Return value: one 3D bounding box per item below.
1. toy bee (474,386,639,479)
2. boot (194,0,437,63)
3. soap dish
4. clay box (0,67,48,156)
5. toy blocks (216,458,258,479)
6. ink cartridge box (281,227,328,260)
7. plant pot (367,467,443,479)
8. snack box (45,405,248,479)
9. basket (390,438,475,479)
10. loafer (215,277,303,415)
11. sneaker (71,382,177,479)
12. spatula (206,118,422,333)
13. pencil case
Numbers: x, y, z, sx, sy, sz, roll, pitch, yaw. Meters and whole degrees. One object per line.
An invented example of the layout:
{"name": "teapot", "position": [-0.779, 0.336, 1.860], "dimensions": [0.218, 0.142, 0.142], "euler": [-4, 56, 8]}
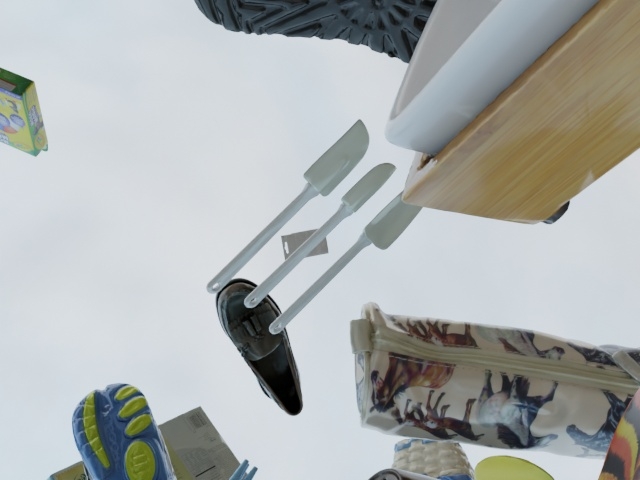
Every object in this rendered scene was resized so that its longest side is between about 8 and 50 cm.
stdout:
{"name": "toy bee", "position": [0.167, 0.207, 0.494], "dimensions": [0.298, 0.162, 0.195], "euler": [-38, -106, -20]}
{"name": "boot", "position": [0.064, -0.293, 0.757], "dimensions": [0.348, 0.131, 0.260], "euler": [11, -135, 3]}
{"name": "soap dish", "position": [0.172, -0.156, 0.452], "dimensions": [0.118, 0.291, 0.229], "euler": [35, -135, -11]}
{"name": "clay box", "position": [-0.644, -0.261, 1.693], "dimensions": [0.128, 0.222, 0.053], "euler": [23, -125, 7]}
{"name": "toy blocks", "position": [-0.129, 0.375, 1.098], "dimensions": [0.054, 0.123, 0.148], "euler": [25, -117, 24]}
{"name": "ink cartridge box", "position": [-0.041, 0.009, 1.897], "dimensions": [0.115, 0.029, 0.062], "euler": [-10, -88, -27]}
{"name": "plant pot", "position": [0.151, 0.397, 1.046], "dimensions": [0.230, 0.215, 0.215], "euler": [39, -137, -18]}
{"name": "snack box", "position": [-0.257, 0.397, 1.281], "dimensions": [0.187, 0.060, 0.322], "euler": [52, -148, 16]}
{"name": "basket", "position": [0.247, 0.560, 1.660], "dimensions": [0.289, 0.201, 0.254], "euler": [-97, -17, -51]}
{"name": "loafer", "position": [-0.084, 0.175, 1.311], "dimensions": [0.096, 0.267, 0.084], "euler": [-29, -144, -7]}
{"name": "sneaker", "position": [-0.107, 0.175, 0.495], "dimensions": [0.067, 0.078, 0.188], "euler": [-18, -133, -8]}
{"name": "spatula", "position": [0.000, 0.000, 0.903], "dimensions": [0.019, 0.242, 0.168], "euler": [46, -178, 42]}
{"name": "pencil case", "position": [0.232, 0.177, 1.013], "dimensions": [0.411, 0.183, 0.159], "euler": [8, -130, 2]}
